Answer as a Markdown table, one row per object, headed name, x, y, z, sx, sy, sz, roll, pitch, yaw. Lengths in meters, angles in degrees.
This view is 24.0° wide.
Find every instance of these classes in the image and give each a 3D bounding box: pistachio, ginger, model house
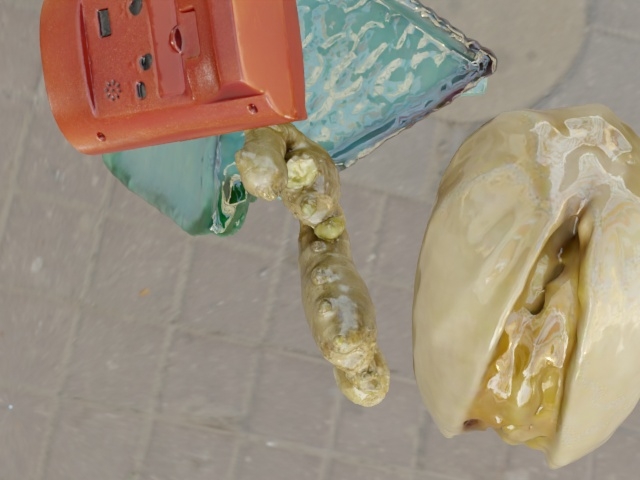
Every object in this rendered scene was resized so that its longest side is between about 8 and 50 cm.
| name | x | y | z | sx | sy | sz | roll | pitch | yaw |
| --- | --- | --- | --- | --- | --- | --- | --- | --- | --- |
| pistachio | 0.128 | 0.032 | 0.879 | 0.157 | 0.157 | 0.230 | 4 | 120 | -11 |
| ginger | 0.000 | 0.000 | 1.011 | 0.052 | 0.176 | 0.193 | -16 | 131 | 15 |
| model house | -0.019 | -0.138 | 1.235 | 0.248 | 0.280 | 0.230 | 0 | 108 | -28 |

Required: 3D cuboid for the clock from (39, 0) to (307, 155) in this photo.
| name | x | y | z | sx | sy | sz | roll | pitch | yaw |
| --- | --- | --- | --- | --- | --- | --- | --- | --- | --- |
| clock | -0.091 | -0.114 | 0.878 | 0.155 | 0.061 | 0.113 | -8 | 91 | 31 |
